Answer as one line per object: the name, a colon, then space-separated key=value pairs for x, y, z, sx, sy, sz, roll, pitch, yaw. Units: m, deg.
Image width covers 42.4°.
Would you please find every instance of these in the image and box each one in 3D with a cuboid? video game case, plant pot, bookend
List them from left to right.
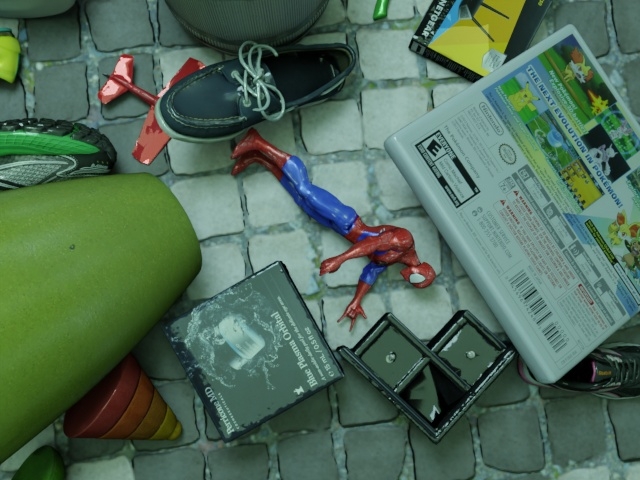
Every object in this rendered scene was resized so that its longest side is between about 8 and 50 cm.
plant pot: x=-0.289 y=0.045 z=0.899 sx=0.294 sy=0.275 sz=0.274 roll=-32 pitch=86 yaw=-28
bookend: x=0.129 y=0.129 z=0.983 sx=0.156 sy=0.072 sz=0.157 roll=44 pitch=85 yaw=3
video game case: x=0.277 y=-0.052 z=0.967 sx=0.300 sy=0.036 sz=0.329 roll=-33 pitch=90 yaw=-21

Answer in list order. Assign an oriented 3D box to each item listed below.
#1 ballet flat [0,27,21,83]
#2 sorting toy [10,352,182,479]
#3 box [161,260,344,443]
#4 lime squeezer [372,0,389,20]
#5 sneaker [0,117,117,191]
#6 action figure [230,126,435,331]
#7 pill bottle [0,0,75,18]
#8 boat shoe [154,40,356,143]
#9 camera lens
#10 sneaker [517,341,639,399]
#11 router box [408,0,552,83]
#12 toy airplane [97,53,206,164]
ballet flat: x=-0.484 y=-0.215 z=1.011 sx=0.231 sy=0.077 sz=0.077 roll=-4 pitch=101 yaw=-3
sorting toy: x=-0.286 y=0.302 z=0.965 sx=0.126 sy=0.127 sz=0.365 roll=36 pitch=87 yaw=-27
box: x=-0.076 y=0.129 z=0.971 sx=0.158 sy=0.093 sz=0.155 roll=-30 pitch=86 yaw=-2
lime squeezer: x=0.084 y=-0.445 z=1.054 sx=0.110 sy=0.059 sz=0.310 roll=-17 pitch=86 yaw=28
sneaker: x=-0.410 y=-0.062 z=0.982 sx=0.344 sy=0.134 sz=0.146 roll=-13 pitch=103 yaw=-1
action figure: x=0.000 y=0.000 z=0.985 sx=0.280 sy=0.091 sz=0.139 roll=31 pitch=77 yaw=3
pill bottle: x=-0.374 y=-0.465 z=0.966 sx=0.204 sy=0.204 sz=0.360 roll=3 pitch=85 yaw=0
boat shoe: x=-0.068 y=-0.177 z=0.952 sx=0.255 sy=0.079 sz=0.095 roll=-17 pitch=84 yaw=-32
camera lens: x=-0.087 y=-0.340 z=0.921 sx=0.220 sy=0.274 sz=0.219 roll=0 pitch=85 yaw=0
sneaker: x=0.331 y=0.158 z=0.980 sx=0.178 sy=0.077 sz=0.071 roll=-2 pitch=86 yaw=-1
router box: x=0.211 y=-0.292 z=1.035 sx=0.133 sy=0.046 sz=0.178 roll=28 pitch=85 yaw=1
toy airplane: x=-0.209 y=-0.177 z=1.029 sx=0.151 sy=0.028 sz=0.151 roll=0 pitch=86 yaw=0
